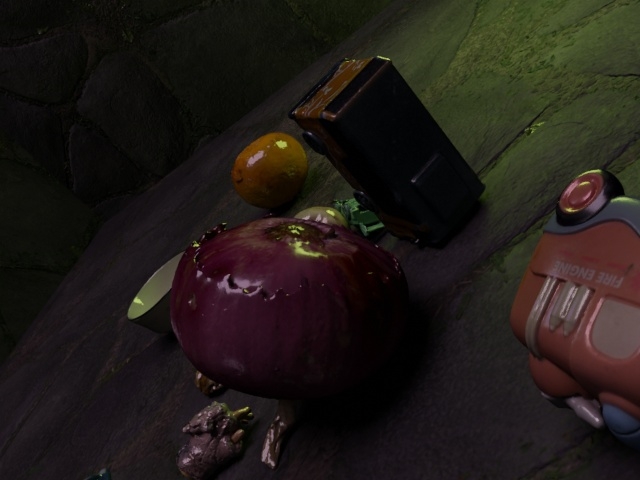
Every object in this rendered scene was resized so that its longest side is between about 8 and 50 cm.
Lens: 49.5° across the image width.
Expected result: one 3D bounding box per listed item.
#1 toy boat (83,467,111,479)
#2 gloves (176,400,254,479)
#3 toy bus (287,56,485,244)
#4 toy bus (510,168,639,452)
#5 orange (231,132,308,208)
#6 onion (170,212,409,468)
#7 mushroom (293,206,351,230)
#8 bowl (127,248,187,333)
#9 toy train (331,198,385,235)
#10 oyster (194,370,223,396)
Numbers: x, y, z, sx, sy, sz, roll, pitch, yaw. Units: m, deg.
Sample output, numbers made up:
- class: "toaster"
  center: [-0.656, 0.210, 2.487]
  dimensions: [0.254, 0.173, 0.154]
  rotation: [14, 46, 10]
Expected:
- class: "toy boat"
  center: [-0.481, 0.541, 1.235]
  dimensions: [0.142, 0.129, 0.309]
  rotation: [11, 55, 47]
- class: "gloves"
  center: [-0.186, 0.333, 1.172]
  dimensions: [0.144, 0.094, 0.110]
  rotation: [-62, 15, -21]
- class: "toy bus"
  center: [0.121, -0.151, 1.209]
  dimensions: [0.162, 0.323, 0.194]
  rotation: [-48, 24, -11]
- class: "toy bus"
  center: [0.310, 0.074, 0.659]
  dimensions: [0.232, 0.194, 0.288]
  rotation: [-53, 23, -3]
- class: "orange"
  center: [-0.136, -0.190, 1.909]
  dimensions: [0.219, 0.193, 0.219]
  rotation: [-26, 7, 3]
- class: "onion"
  center: [-0.048, 0.111, 1.070]
  dimensions: [0.358, 0.359, 0.344]
  rotation: [-68, -10, -47]
- class: "mushroom"
  center: [0.000, 0.000, 1.401]
  dimensions: [0.148, 0.148, 0.112]
  rotation: [-31, 9, 29]
- class: "bowl"
  center: [-0.369, 0.146, 1.776]
  dimensions: [0.238, 0.126, 0.237]
  rotation: [-36, 23, 18]
- class: "toy train"
  center: [0.088, -0.058, 1.429]
  dimensions: [0.099, 0.081, 0.149]
  rotation: [-20, 7, -12]
- class: "oyster"
  center: [-0.225, 0.210, 1.498]
  dimensions: [0.128, 0.079, 0.345]
  rotation: [-47, 23, 14]
